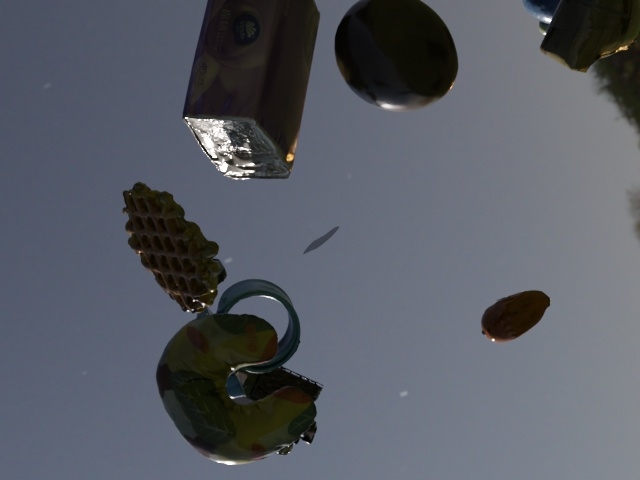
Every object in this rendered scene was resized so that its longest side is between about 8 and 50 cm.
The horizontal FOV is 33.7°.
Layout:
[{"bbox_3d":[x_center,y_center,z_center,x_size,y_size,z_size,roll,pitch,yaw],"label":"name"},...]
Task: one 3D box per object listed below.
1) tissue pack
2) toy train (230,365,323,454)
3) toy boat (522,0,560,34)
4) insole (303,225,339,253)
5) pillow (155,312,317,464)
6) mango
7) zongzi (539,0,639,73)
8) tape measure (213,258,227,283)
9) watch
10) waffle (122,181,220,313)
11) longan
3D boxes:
[{"bbox_3d":[-0.112,-0.299,1.851,0.242,0.160,0.338,55,-139,-65],"label":"tissue pack"},{"bbox_3d":[-0.122,0.372,2.396,0.261,0.177,0.134,25,-131,2],"label":"toy train"},{"bbox_3d":[0.517,-0.459,2.024,0.330,0.215,0.123,-19,-49,-42],"label":"toy boat"},{"bbox_3d":[0.000,0.000,2.042,0.002,0.153,0.053,43,-111,-7],"label":"insole"},{"bbox_3d":[-0.134,0.221,1.578,0.233,0.214,0.086,64,-168,0],"label":"pillow"},{"bbox_3d":[0.418,0.160,2.283,0.084,0.159,0.105,46,-163,-13],"label":"mango"},{"bbox_3d":[0.444,-0.396,1.602,0.228,0.115,0.256,-27,-44,-50],"label":"zongzi"},{"bbox_3d":[-0.249,0.077,2.269,0.091,0.094,0.054,-66,-45,-66],"label":"tape measure"},{"bbox_3d":[-0.134,0.181,2.061,0.211,0.193,0.211,63,178,5],"label":"watch"},{"bbox_3d":[-0.262,0.010,1.861,0.059,0.243,0.238,-33,-115,-33],"label":"waffle"},{"bbox_3d":[0.123,-0.314,1.763,0.220,0.196,0.196,51,-164,24],"label":"longan"}]
